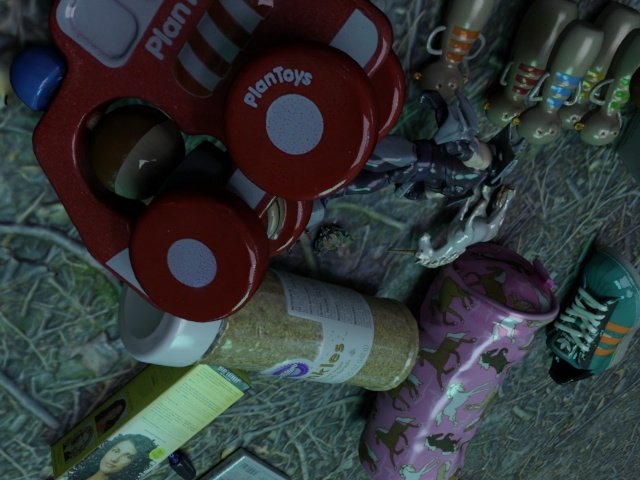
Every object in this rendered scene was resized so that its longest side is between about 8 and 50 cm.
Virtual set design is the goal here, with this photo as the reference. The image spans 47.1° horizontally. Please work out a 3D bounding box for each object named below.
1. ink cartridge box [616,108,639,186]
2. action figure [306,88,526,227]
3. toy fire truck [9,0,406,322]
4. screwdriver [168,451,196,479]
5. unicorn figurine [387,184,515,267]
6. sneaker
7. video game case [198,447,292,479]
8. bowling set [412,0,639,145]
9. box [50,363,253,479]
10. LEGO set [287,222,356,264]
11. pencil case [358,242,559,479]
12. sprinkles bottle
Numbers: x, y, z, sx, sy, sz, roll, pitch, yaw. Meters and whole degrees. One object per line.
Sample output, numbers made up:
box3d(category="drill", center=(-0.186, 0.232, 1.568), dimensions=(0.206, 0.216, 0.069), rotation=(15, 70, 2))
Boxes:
box3d(category="ink cartridge box", center=(0.521, -0.064, 0.868), dimensions=(0.226, 0.306, 0.131), rotation=(11, 123, -7))
box3d(category="action figure", center=(0.075, -0.080, 0.726), dimensions=(0.285, 0.099, 0.185), rotation=(-6, 157, -16))
box3d(category="toy fire truck", center=(-0.095, -0.102, 0.551), dimensions=(0.254, 0.169, 0.302), rotation=(40, 114, -2))
box3d(category="screwdriver", center=(-0.203, 0.267, 0.941), dimensions=(0.025, 0.024, 0.170), rotation=(-55, 142, -23))
box3d(category="unicorn figurine", center=(0.180, -0.018, 0.910), dimensions=(0.161, 0.060, 0.111), rotation=(-4, 128, -31))
box3d(category="sneaker", center=(0.434, 0.140, 1.184), dimensions=(0.121, 0.108, 0.302), rotation=(-29, 139, -15))
box3d(category="video game case", center=(-0.132, 0.378, 1.090), dimensions=(0.143, 0.019, 0.157), rotation=(-37, 139, 1))
box3d(category="bowling set", center=(0.252, -0.149, 0.748), dimensions=(0.287, 0.200, 0.154), rotation=(-1, 129, -28))
box3d(category="box", center=(-0.197, 0.206, 0.856), dimensions=(0.232, 0.058, 0.087), rotation=(-41, 129, 4))
box3d(category="LEGO set", center=(0.000, -0.002, 0.839), dimensions=(0.083, 0.023, 0.054), rotation=(19, 113, -28))
box3d(category="pencil case", center=(0.184, 0.188, 1.027), dimensions=(0.167, 0.160, 0.386), rotation=(-32, 147, -51))
box3d(category="sprinkles bottle", center=(-0.041, 0.093, 0.819), dimensions=(0.355, 0.121, 0.121), rotation=(17, 116, -42))
